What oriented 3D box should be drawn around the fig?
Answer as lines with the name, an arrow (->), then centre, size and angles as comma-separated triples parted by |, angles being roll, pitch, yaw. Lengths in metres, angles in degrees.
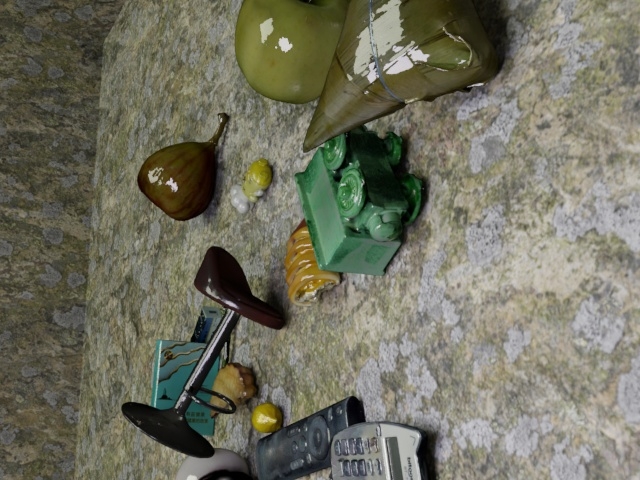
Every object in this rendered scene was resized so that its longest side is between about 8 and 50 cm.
fig -> -0.352, -0.218, 2.207 | 0.321, 0.217, 0.217 | -52, 34, 6

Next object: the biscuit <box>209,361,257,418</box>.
biscuit -> -0.197, 0.342, 1.851 | 0.183, 0.061, 0.118 | -35, 50, 51

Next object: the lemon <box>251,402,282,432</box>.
lemon -> -0.111, 0.372, 1.677 | 0.092, 0.065, 0.065 | 178, 100, -66

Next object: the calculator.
calculator -> 0.092, 0.382, 1.289 | 0.268, 0.040, 0.177 | -21, 72, 50

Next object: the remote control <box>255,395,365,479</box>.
remote control -> -0.028, 0.396, 1.539 | 0.377, 0.044, 0.107 | -39, 56, 52

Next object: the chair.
chair -> -0.233, 0.232, 1.709 | 0.401, 0.226, 0.226 | -62, 29, -2

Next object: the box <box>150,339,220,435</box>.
box -> -0.337, 0.367, 1.992 | 0.041, 0.162, 0.229 | -15, 69, 59

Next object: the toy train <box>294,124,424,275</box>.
toy train -> 0.066, -0.083, 1.404 | 0.202, 0.145, 0.266 | -58, 35, 41

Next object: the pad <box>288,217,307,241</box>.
pad -> 0.000, 0.000, 1.647 | 0.267, 0.004, 0.181 | -50, 41, 43

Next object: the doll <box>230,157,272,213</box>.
doll -> -0.168, -0.131, 1.934 | 0.162, 0.062, 0.106 | -47, 38, 48

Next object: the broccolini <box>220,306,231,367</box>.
broccolini -> -0.226, 0.240, 1.961 | 0.054, 0.051, 0.239 | 4, -91, -75

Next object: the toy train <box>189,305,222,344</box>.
toy train -> -0.316, 0.277, 2.098 | 0.234, 0.051, 0.052 | -69, 30, 28

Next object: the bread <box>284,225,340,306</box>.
bread -> -0.023, 0.050, 1.586 | 0.119, 0.084, 0.177 | -51, 37, 42

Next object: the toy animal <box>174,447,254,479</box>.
toy animal -> -0.224, 0.553, 1.729 | 0.235, 0.165, 0.187 | 27, 103, 63

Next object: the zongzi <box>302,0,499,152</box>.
zongzi -> 0.071, -0.340, 1.287 | 0.360, 0.160, 0.323 | -24, 75, 33

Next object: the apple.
apple -> -0.055, -0.415, 1.645 | 0.279, 0.279, 0.279 | -27, 59, 57
